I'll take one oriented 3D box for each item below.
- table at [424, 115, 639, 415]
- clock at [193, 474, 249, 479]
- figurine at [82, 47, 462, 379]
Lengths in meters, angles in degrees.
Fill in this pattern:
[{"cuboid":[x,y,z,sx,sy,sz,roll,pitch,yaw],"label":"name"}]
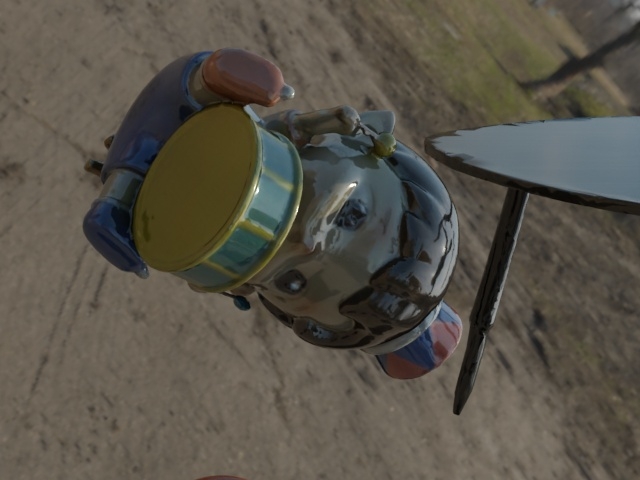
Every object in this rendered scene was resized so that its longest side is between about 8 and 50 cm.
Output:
[{"cuboid":[0.247,0.057,0.746,0.317,0.318,0.248,-62,152,-70],"label":"table"},{"cuboid":[-0.126,0.388,1.191,0.205,0.205,0.051,60,-3,26],"label":"clock"},{"cuboid":[-0.003,-0.006,0.607,0.276,0.161,0.158,24,27,-40],"label":"figurine"}]
